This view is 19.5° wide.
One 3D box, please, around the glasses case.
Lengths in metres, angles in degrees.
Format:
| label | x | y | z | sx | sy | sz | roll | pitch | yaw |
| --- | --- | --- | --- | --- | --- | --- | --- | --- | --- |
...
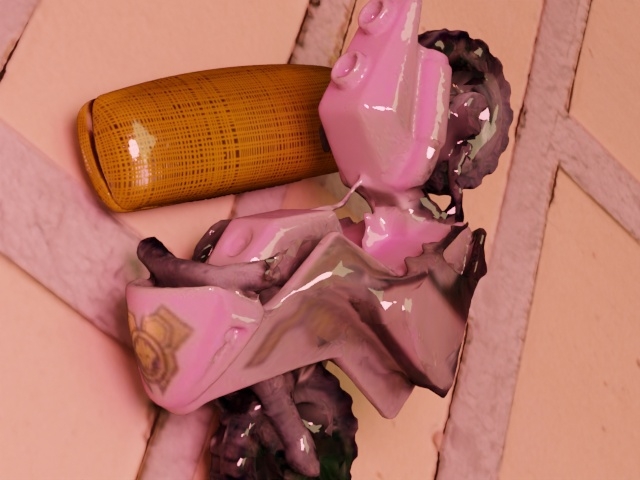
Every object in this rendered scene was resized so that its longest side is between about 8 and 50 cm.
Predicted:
| label | x | y | z | sx | sy | sz | roll | pitch | yaw |
| --- | --- | --- | --- | --- | --- | --- | --- | --- | --- |
| glasses case | -0.054 | -0.068 | 1.144 | 0.234 | 0.064 | 0.079 | -13 | 87 | -51 |

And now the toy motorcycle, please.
| label | x | y | z | sx | sy | sz | roll | pitch | yaw |
| --- | --- | --- | --- | --- | --- | --- | --- | --- | --- |
| toy motorcycle | 0.000 | 0.000 | 1.071 | 0.188 | 0.143 | 0.327 | 37 | 71 | -36 |
